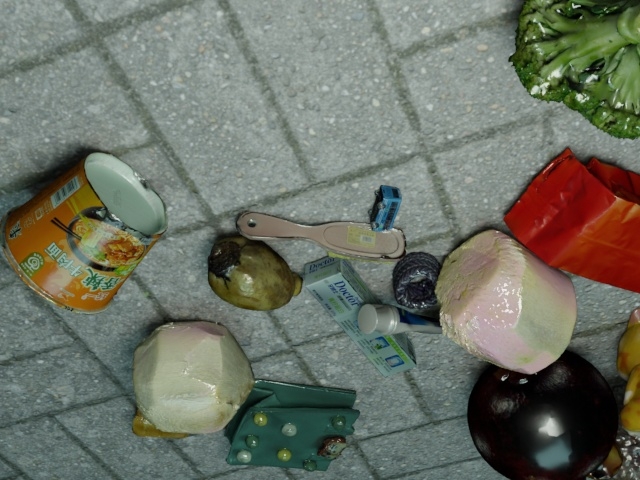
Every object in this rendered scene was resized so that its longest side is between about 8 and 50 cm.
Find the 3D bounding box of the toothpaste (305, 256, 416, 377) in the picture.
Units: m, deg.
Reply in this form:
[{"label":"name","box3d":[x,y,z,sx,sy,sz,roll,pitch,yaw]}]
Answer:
[{"label":"toothpaste","box3d":[0.086,0.153,1.621,0.081,0.067,0.336,-23,131,19]}]

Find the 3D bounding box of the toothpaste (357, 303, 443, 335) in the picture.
[{"label":"toothpaste","box3d":[0.189,0.161,1.585,0.266,0.061,0.096,10,178,-38]}]

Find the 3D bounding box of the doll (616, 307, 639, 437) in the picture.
[{"label":"doll","box3d":[0.685,0.288,1.654,0.167,0.269,0.162,24,134,-27]}]

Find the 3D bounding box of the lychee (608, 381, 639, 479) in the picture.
[{"label":"lychee","box3d":[0.736,0.444,1.808,0.300,0.300,0.300,-2,134,-2]}]

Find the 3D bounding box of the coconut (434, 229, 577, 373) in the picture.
[{"label":"coconut","box3d":[0.345,0.124,1.491,0.245,0.233,0.233,33,124,-25]}]

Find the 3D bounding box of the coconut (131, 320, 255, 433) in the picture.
[{"label":"coconut","box3d":[-0.246,0.267,1.611,0.231,0.227,0.227,-3,134,1]}]

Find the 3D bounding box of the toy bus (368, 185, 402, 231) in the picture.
[{"label":"toy bus","box3d":[0.114,-0.055,1.441,0.046,0.038,0.083,5,134,-12]}]

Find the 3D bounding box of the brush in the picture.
[{"label":"brush","box3d":[0.000,0.002,1.475,0.313,0.072,0.067,8,147,-9]}]

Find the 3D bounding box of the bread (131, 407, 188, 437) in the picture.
[{"label":"bread","box3d":[-0.361,0.415,1.857,0.132,0.053,0.074,9,133,-15]}]

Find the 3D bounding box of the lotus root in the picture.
[{"label":"lotus root","box3d":[-0.114,0.067,1.482,0.214,0.138,0.138,26,128,-39]}]

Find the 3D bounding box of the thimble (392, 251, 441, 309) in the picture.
[{"label":"thimble","box3d":[0.188,0.078,1.554,0.095,0.066,0.104,17,130,-15]}]

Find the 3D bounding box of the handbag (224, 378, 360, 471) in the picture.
[{"label":"handbag","box3d":[-0.069,0.439,1.865,0.274,0.100,0.268,12,131,-14]}]

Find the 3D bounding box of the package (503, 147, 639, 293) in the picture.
[{"label":"package","box3d":[0.555,-0.014,1.449,0.424,0.123,0.196,17,128,-21]}]

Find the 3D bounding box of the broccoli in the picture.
[{"label":"broccoli","box3d":[0.415,-0.292,1.070,0.304,0.283,0.321,9,103,6]}]

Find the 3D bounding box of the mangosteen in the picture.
[{"label":"mangosteen","box3d":[0.469,0.388,1.697,0.307,0.307,0.347,-21,116,16]}]

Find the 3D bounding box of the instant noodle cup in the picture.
[{"label":"instant noodle cup","box3d":[-0.373,-0.023,1.334,0.182,0.230,0.230,-41,124,18]}]
